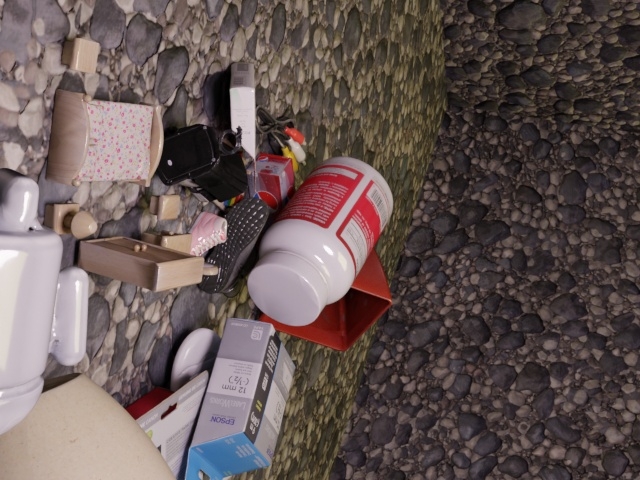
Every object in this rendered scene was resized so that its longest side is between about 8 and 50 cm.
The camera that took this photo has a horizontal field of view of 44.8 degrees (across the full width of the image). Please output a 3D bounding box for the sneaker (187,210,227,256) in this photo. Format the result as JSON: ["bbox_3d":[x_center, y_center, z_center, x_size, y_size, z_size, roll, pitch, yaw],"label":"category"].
[{"bbox_3d":[-0.239,0.000,1.618,0.051,0.070,0.134,78,30,-55],"label":"sneaker"}]

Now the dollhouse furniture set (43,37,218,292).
[{"bbox_3d":[-0.261,-0.115,1.246,0.303,0.173,0.356,-9,111,-62],"label":"dollhouse furniture set"}]

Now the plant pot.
[{"bbox_3d":[0.014,0.102,2.076,0.267,0.267,0.236,-52,-156,42],"label":"plant pot"}]

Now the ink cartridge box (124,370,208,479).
[{"bbox_3d":[-0.343,0.405,1.472,0.309,0.130,0.272,-28,126,-67],"label":"ink cartridge box"}]

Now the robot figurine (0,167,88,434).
[{"bbox_3d":[-0.420,0.088,0.917,0.299,0.199,0.354,7,96,-32],"label":"robot figurine"}]

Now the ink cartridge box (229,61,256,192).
[{"bbox_3d":[-0.161,-0.237,1.618,0.181,0.056,0.225,-101,-167,-61],"label":"ink cartridge box"}]

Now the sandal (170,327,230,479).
[{"bbox_3d":[-0.270,0.376,1.732,0.169,0.102,0.417,-36,129,-42],"label":"sandal"}]

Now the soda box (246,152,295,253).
[{"bbox_3d":[-0.113,-0.080,1.909,0.083,0.092,0.263,-60,155,-46],"label":"soda box"}]

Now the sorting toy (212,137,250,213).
[{"bbox_3d":[-0.197,-0.140,1.694,0.274,0.046,0.132,50,54,-67],"label":"sorting toy"}]

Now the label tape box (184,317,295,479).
[{"bbox_3d":[-0.162,0.374,1.631,0.249,0.115,0.348,72,26,-58],"label":"label tape box"}]

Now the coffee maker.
[{"bbox_3d":[-0.203,-0.141,1.472,0.178,0.171,0.120,31,63,-72],"label":"coffee maker"}]

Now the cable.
[{"bbox_3d":[-0.094,-0.269,1.880,0.287,0.072,0.140,55,44,-66],"label":"cable"}]

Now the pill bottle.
[{"bbox_3d":[0.000,0.000,1.788,0.408,0.228,0.229,-56,152,-45],"label":"pill bottle"}]

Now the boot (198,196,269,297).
[{"bbox_3d":[-0.182,0.016,1.758,0.247,0.083,0.161,-59,166,4],"label":"boot"}]

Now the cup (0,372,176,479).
[{"bbox_3d":[-0.381,0.326,1.090,0.331,0.330,0.237,-25,98,-68],"label":"cup"}]
